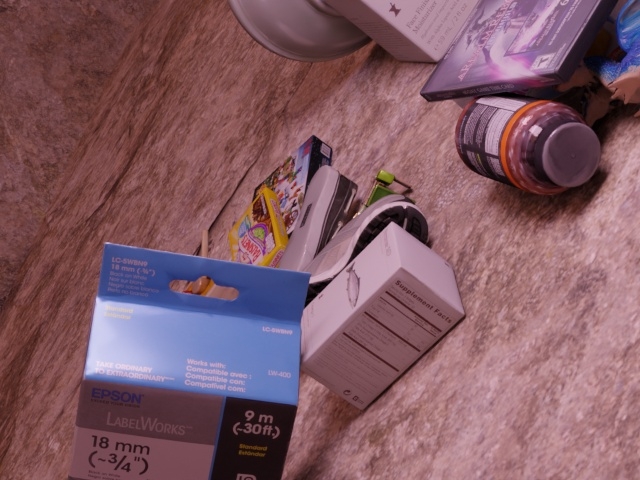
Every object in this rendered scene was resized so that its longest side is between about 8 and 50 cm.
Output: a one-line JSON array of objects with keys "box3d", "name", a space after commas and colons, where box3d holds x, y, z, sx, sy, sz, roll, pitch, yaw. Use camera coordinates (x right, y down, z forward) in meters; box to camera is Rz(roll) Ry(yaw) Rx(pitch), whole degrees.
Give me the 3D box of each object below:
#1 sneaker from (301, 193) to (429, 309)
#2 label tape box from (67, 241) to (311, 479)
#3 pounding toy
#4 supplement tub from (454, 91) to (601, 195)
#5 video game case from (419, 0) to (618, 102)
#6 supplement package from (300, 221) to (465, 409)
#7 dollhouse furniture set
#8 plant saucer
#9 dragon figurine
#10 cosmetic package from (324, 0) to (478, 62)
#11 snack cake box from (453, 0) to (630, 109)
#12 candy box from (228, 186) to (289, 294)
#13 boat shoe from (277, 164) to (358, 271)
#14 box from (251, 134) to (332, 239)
[{"box3d": [0.032, 0.046, 1.643, 0.271, 0.100, 0.108, -43, 16, 13], "name": "sneaker"}, {"box3d": [-0.154, 0.187, 1.432, 0.106, 0.240, 0.334, -97, 17, -62], "name": "label tape box"}, {"box3d": [-0.176, 0.081, 2.000, 0.141, 0.100, 0.130, -53, 22, 6], "name": "pounding toy"}, {"box3d": [0.235, -0.108, 1.418, 0.106, 0.106, 0.198, -55, 22, -1], "name": "supplement tub"}, {"box3d": [0.241, -0.251, 1.469, 0.196, 0.026, 0.274, -57, 24, -15], "name": "video game case"}, {"box3d": [0.066, 0.088, 1.477, 0.179, 0.105, 0.105, -46, 22, 21], "name": "supplement package"}, {"box3d": [0.090, -0.050, 1.745, 0.076, 0.058, 0.151, -64, 3, -4], "name": "dollhouse furniture set"}, {"box3d": [0.030, -0.473, 2.035, 0.400, 0.400, 0.100, -55, 40, -1], "name": "plant saucer"}, {"box3d": [0.362, -0.214, 1.332, 0.289, 0.085, 0.144, -45, 24, 26], "name": "dragon figurine"}, {"box3d": [0.125, -0.387, 1.946, 0.151, 0.183, 0.151, -57, 21, -4], "name": "cosmetic package"}, {"box3d": [0.286, -0.257, 1.551, 0.264, 0.089, 0.152, -27, 35, 49], "name": "snack cake box"}, {"box3d": [-0.095, 0.004, 1.921, 0.105, 0.027, 0.206, -53, 22, 16], "name": "candy box"}, {"box3d": [0.000, 0.000, 1.789, 0.078, 0.070, 0.219, -22, 44, 60], "name": "boat shoe"}, {"box3d": [-0.056, -0.043, 2.008, 0.159, 0.044, 0.233, -40, 26, 32], "name": "box"}]
